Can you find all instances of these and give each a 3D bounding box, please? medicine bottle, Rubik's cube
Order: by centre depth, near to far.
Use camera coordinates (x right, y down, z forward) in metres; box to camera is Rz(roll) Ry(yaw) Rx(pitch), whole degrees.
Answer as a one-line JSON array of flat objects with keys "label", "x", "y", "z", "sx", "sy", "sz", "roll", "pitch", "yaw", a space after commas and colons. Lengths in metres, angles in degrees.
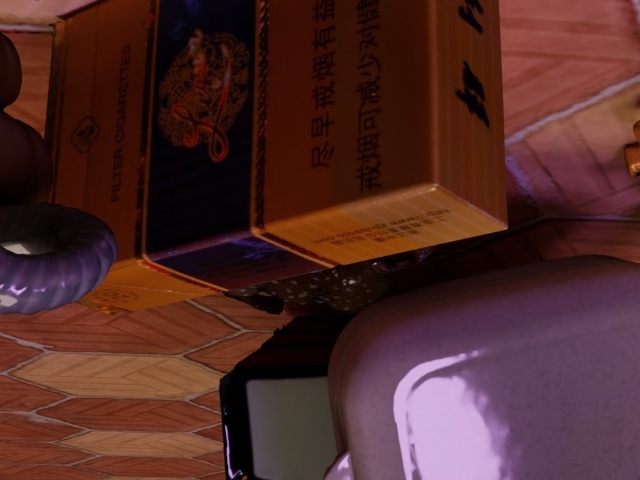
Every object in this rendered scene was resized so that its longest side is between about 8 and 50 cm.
[{"label": "medicine bottle", "x": 0.148, "y": 0.205, "z": 0.838, "sx": 0.282, "sy": 0.375, "sz": 0.123, "roll": -11, "pitch": -170, "yaw": -9}, {"label": "Rubik's cube", "x": 0.087, "y": 0.213, "z": 1.072, "sx": 0.294, "sy": 0.288, "sz": 0.283, "roll": -1, "pitch": -174, "yaw": 12}]

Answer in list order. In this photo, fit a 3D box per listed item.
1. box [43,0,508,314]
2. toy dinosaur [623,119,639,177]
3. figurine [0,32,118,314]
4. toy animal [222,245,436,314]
[{"label": "box", "x": -0.031, "y": -0.061, "z": 0.581, "sx": 0.237, "sy": 0.152, "sz": 0.070, "roll": -15, "pitch": 156, "yaw": 36}, {"label": "toy dinosaur", "x": 0.248, "y": -0.058, "z": 0.717, "sx": 0.117, "sy": 0.070, "sz": 0.288, "roll": -12, "pitch": 164, "yaw": 4}, {"label": "figurine", "x": -0.257, "y": -0.087, "z": 0.368, "sx": 0.186, "sy": 0.261, "sz": 0.382, "roll": -44, "pitch": 147, "yaw": 8}, {"label": "toy animal", "x": 0.001, "y": 0.019, "z": 0.920, "sx": 0.243, "sy": 0.087, "sz": 0.260, "roll": -7, "pitch": 163, "yaw": 17}]
